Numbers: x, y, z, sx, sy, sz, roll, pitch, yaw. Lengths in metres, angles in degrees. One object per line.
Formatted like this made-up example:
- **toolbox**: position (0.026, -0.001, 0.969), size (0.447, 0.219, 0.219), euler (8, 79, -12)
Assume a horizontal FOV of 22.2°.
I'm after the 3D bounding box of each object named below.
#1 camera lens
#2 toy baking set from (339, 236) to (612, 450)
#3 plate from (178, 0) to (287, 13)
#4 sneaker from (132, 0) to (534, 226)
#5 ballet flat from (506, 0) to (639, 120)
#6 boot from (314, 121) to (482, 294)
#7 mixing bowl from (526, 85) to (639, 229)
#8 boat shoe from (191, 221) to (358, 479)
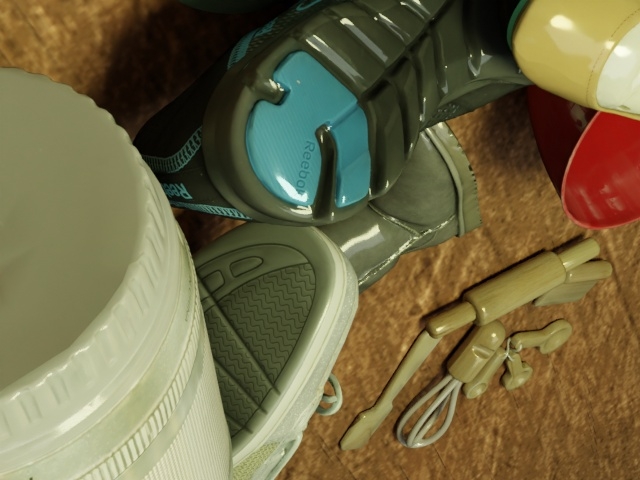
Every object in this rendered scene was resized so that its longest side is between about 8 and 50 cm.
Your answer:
- **camera lens**: position (-0.162, 0.074, 0.822), size (0.219, 0.219, 0.274), euler (-29, 147, -16)
- **toy baking set**: position (0.135, 0.094, 1.340), size (0.256, 0.030, 0.197), euler (-24, 146, -23)
- **plate**: position (-0.009, -0.187, 0.831), size (0.188, 0.024, 0.188), euler (-27, 146, -20)
- **sneaker**: position (0.040, -0.117, 0.907), size (0.341, 0.139, 0.125), euler (-32, 107, -36)
- **ballet flat**: position (0.187, -0.098, 0.894), size (0.232, 0.073, 0.080), euler (2, 121, -54)
- **boot**: position (0.001, 0.001, 1.055), size (0.208, 0.076, 0.190), euler (-29, 146, -3)
- **mixing bowl**: position (0.205, -0.106, 1.085), size (0.181, 0.098, 0.181), euler (-26, 147, -19)
- **boat shoe**: position (-0.069, 0.117, 1.010), size (0.103, 0.118, 0.320), euler (-2, 129, -52)
